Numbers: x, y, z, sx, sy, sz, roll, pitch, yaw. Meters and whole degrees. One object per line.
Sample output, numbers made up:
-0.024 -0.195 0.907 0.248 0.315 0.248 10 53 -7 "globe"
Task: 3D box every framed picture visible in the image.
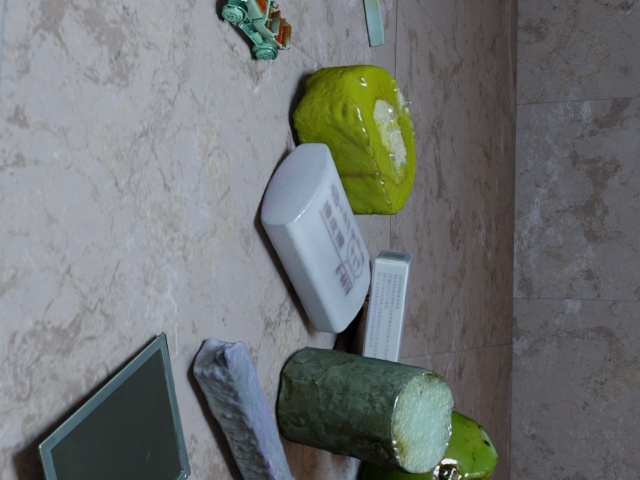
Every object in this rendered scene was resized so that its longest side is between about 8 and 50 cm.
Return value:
-0.214 0.239 0.896 0.252 0.014 0.197 -47 133 -65 "framed picture"

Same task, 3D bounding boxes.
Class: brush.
0.103 -0.475 1.649 0.030 0.033 0.178 -62 145 -59 "brush"

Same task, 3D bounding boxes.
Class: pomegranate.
0.185 0.477 1.642 0.310 0.216 0.358 -57 178 -24 "pomegranate"

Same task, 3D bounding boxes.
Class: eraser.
0.000 0.000 1.330 0.270 0.095 0.174 66 35 -43 "eraser"

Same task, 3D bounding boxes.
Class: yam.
0.056 0.254 1.274 0.161 0.268 0.161 -9 102 -51 "yam"

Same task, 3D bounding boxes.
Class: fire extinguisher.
0.050 0.155 1.532 0.049 0.035 0.173 37 45 -14 "fire extinguisher"

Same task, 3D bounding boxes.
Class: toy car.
-0.089 -0.314 1.164 0.143 0.054 0.073 43 50 -61 "toy car"

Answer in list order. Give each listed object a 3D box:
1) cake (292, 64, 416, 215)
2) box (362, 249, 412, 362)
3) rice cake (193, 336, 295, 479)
0.063 -0.174 1.396 0.179 0.156 0.260 -63 143 -45 "cake"
0.114 0.196 1.520 0.200 0.065 0.343 -27 123 -81 "box"
-0.091 0.284 1.150 0.070 0.064 0.399 -75 155 -53 "rice cake"
